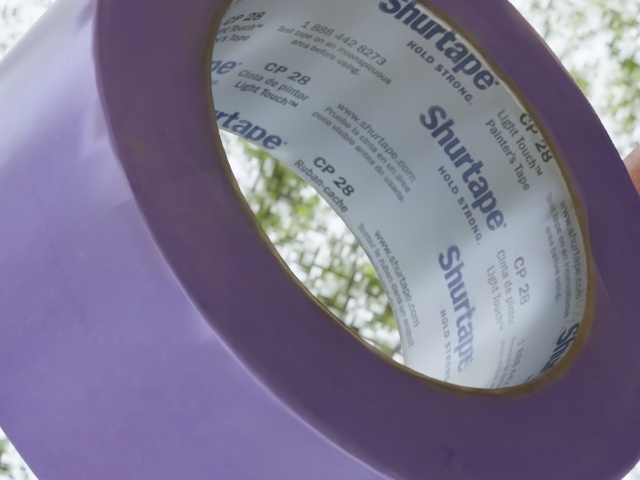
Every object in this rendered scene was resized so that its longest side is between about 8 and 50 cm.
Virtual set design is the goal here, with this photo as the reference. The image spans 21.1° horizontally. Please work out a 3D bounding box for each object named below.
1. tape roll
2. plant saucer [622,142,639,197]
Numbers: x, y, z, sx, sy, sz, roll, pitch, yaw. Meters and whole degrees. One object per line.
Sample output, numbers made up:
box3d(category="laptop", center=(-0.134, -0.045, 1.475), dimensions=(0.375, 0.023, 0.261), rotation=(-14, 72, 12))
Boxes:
box3d(category="tape roll", center=(0.000, 0.000, 0.459), dimensions=(0.189, 0.080, 0.189), rotation=(24, -133, -29))
box3d(category="plant saucer", center=(0.225, -0.038, 0.666), dimensions=(0.048, 0.258, 0.259), rotation=(51, -170, 34))
